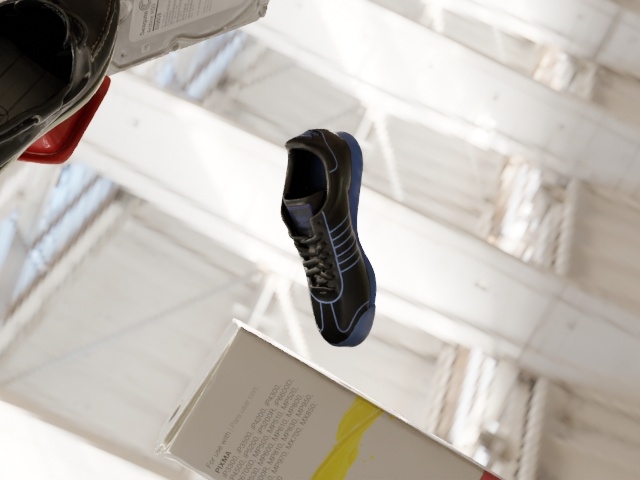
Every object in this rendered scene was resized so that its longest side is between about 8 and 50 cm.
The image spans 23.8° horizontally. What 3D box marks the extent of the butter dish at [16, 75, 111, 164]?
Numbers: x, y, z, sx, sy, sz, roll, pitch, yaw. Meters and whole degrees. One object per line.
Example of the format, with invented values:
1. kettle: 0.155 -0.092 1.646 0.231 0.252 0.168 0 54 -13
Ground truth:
1. butter dish: -0.367 -0.186 1.893 0.160 0.118 0.160 9 -126 20

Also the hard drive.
1. hard drive: -0.195 -0.371 2.122 0.339 0.237 0.064 -25 -124 -36

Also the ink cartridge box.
1. ink cartridge box: 0.029 0.247 1.646 0.385 0.160 0.279 31 176 -3

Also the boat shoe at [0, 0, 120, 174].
1. boat shoe: -0.278 -0.179 1.445 0.127 0.113 0.340 39 -131 -2

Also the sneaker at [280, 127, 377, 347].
1. sneaker: 0.000 0.000 1.580 0.081 0.232 0.090 -5 -179 36
